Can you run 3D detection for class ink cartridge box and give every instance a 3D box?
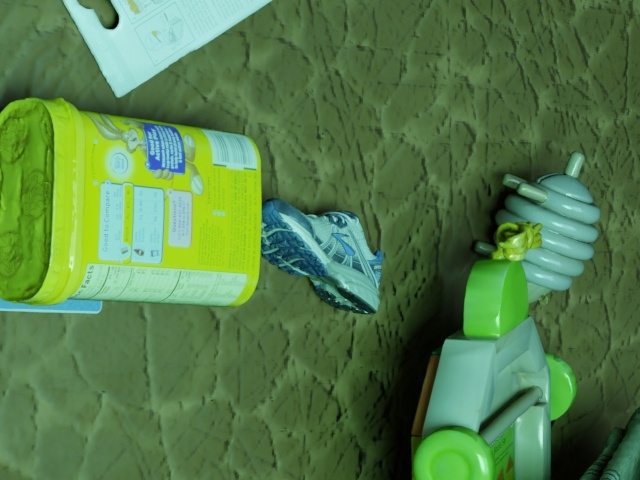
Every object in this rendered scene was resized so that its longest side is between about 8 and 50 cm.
[{"bbox_3d":[-0.098,-0.201,1.131,0.179,0.045,0.145,-34,119,-12],"label":"ink cartridge box"}]

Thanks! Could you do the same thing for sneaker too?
[{"bbox_3d":[0.000,0.000,1.231,0.135,0.052,0.058,42,58,-44],"label":"sneaker"}]

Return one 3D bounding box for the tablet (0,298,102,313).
[{"bbox_3d":[-0.174,0.019,1.104,0.083,0.006,0.054,4,93,-42],"label":"tablet"}]

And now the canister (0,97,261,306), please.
[{"bbox_3d":[-0.121,-0.019,1.096,0.170,0.073,0.126,5,83,-43],"label":"canister"}]

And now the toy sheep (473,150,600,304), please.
[{"bbox_3d":[0.177,-0.009,1.353,0.091,0.091,0.132,13,106,-41],"label":"toy sheep"}]

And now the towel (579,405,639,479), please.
[{"bbox_3d":[0.186,0.315,1.333,0.324,0.056,0.312,-29,128,-62],"label":"towel"}]

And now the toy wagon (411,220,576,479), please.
[{"bbox_3d":[0.130,0.155,1.284,0.267,0.068,0.344,-22,111,-67],"label":"toy wagon"}]
